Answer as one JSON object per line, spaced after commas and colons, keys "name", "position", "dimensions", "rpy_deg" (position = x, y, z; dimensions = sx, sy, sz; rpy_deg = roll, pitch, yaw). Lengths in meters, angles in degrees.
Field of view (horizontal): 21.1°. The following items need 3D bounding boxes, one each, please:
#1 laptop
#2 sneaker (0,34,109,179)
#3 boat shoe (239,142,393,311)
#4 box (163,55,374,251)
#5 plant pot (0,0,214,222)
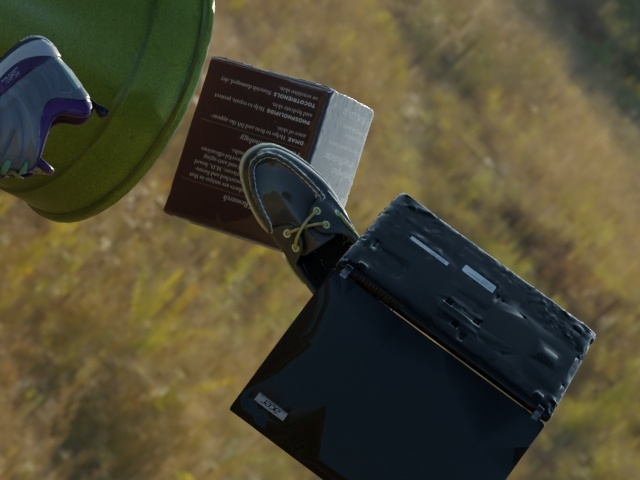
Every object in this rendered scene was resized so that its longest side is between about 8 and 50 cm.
{"name": "laptop", "position": [0.092, 0.117, 1.568], "dimensions": [0.234, 0.136, 0.264], "rpy_deg": [37, 34, 4]}
{"name": "sneaker", "position": [-0.283, -0.068, 1.430], "dimensions": [0.098, 0.223, 0.083], "rpy_deg": [46, -10, -1]}
{"name": "boat shoe", "position": [0.000, 0.000, 1.714], "dimensions": [0.228, 0.081, 0.069], "rpy_deg": [53, 2, -12]}
{"name": "box", "position": [-0.060, -0.098, 2.098], "dimensions": [0.167, 0.203, 0.168], "rpy_deg": [17, 1, 21]}
{"name": "plant pot", "position": [-0.368, -0.249, 1.872], "dimensions": [0.353, 0.366, 0.366], "rpy_deg": [24, 24, -38]}
